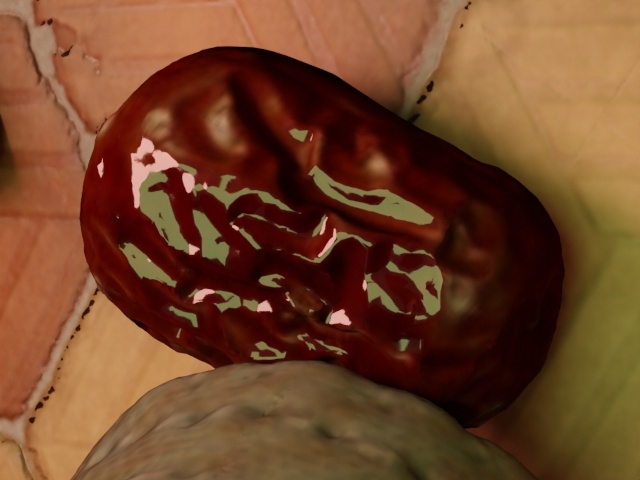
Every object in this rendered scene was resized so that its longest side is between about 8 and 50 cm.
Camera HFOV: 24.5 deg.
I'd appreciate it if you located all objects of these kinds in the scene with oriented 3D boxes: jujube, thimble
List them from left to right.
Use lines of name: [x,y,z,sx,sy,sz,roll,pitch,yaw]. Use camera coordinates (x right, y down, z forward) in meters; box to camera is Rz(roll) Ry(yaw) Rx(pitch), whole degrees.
thimble: [-0.010,0.209,0.634,0.291,0.195,0.291,13,128,18]
jujube: [0.000,0.000,0.700,0.230,0.155,0.155,23,101,22]
